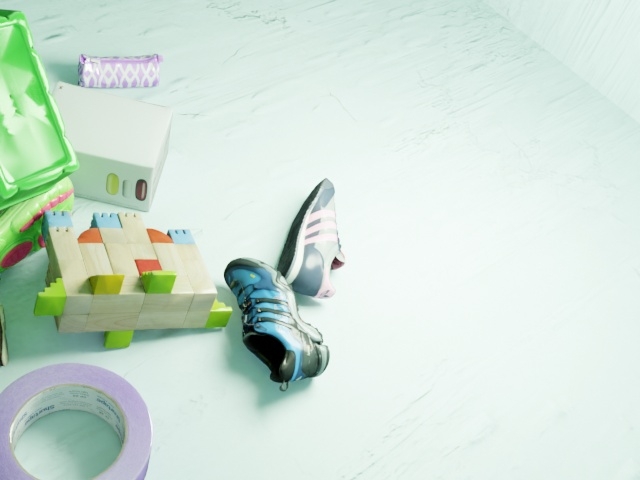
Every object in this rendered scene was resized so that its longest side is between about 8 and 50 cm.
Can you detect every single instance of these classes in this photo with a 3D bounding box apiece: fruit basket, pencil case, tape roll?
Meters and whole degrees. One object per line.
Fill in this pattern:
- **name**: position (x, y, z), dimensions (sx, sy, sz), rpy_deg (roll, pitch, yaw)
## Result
- **fruit basket**: position (-0.638, -0.233, 1.567), dimensions (0.392, 0.392, 0.283), rpy_deg (39, 42, 18)
- **pencil case**: position (-0.494, -0.420, 2.099), dimensions (0.206, 0.088, 0.086), rpy_deg (-6, 54, -23)
- **tape roll**: position (-0.425, 0.345, 1.447), dimensions (0.274, 0.090, 0.275), rpy_deg (9, 47, -10)

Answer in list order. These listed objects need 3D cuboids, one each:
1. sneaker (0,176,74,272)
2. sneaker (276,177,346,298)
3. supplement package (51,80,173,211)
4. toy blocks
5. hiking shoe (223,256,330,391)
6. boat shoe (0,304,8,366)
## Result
- **sneaker**: position (-0.695, -0.009, 1.639), dimensions (0.202, 0.185, 0.483), rpy_deg (27, 38, 20)
- **sneaker**: position (0.000, 0.000, 1.889), dimensions (0.131, 0.112, 0.319), rpy_deg (30, 48, -13)
- **supplement package**: position (-0.476, -0.206, 1.878), dimensions (0.262, 0.145, 0.204), rpy_deg (12, 47, -6)
- **toy blocks**: position (-0.384, 0.050, 1.678), dimensions (0.381, 0.191, 0.261), rpy_deg (1, 40, -30)
- **hiking shoe**: position (-0.109, 0.150, 1.684), dimensions (0.132, 0.113, 0.304), rpy_deg (-13, 53, -47)
- **boat shoe**: position (-0.598, 0.176, 1.570), dimensions (0.043, 0.049, 0.137), rpy_deg (-8, 50, -19)
